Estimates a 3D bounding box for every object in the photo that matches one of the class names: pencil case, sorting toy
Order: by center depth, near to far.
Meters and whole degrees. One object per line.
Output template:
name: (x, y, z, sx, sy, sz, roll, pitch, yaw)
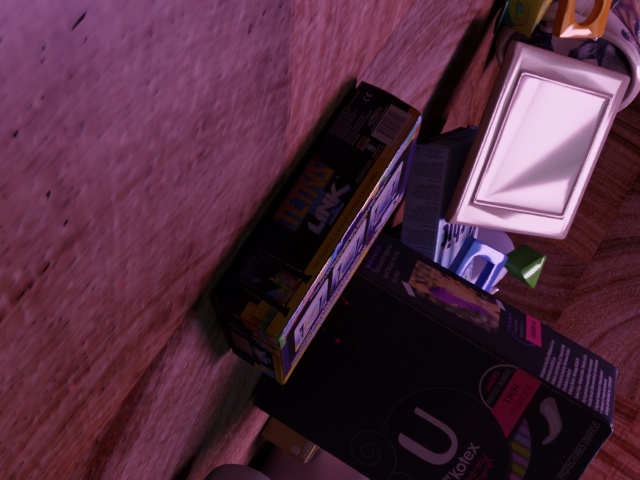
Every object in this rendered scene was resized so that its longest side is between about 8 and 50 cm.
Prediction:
sorting toy: (0.209, -0.098, 0.980, 0.196, 0.047, 0.347, 5, 111, -40)
pencil case: (0.352, -0.313, 1.137, 0.410, 0.160, 0.183, -54, 157, -29)

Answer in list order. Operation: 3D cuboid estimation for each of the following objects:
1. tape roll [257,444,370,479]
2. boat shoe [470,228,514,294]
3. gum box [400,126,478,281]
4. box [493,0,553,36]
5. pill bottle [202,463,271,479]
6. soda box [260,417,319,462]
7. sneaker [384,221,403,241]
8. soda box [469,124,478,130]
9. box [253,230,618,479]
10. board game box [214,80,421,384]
tape roll: (0.014, 0.356, 1.164, 0.169, 0.246, 0.246, -56, 169, -16)
boat shoe: (0.172, 0.096, 1.491, 0.367, 0.136, 0.156, -41, 159, -51)
gum box: (0.127, -0.016, 1.022, 0.157, 0.041, 0.184, -25, 125, -63)
box: (0.227, -0.280, 0.967, 0.179, 0.043, 0.105, -52, 167, -27)
pill bottle: (-0.096, 0.253, 0.735, 0.180, 0.108, 0.108, -46, 163, -52)
soda box: (0.010, 0.149, 1.080, 0.181, 0.058, 0.061, -59, 170, -7)
sneaker: (0.094, 0.028, 1.119, 0.086, 0.064, 0.192, -54, 166, -3)
soda box: (0.217, -0.091, 1.365, 0.071, 0.067, 0.210, -59, 169, -2)
box: (0.105, 0.131, 0.887, 0.165, 0.270, 0.143, -63, 169, 19)
board game box: (0.000, 0.000, 0.654, 0.170, 0.048, 0.141, -57, 171, -17)
